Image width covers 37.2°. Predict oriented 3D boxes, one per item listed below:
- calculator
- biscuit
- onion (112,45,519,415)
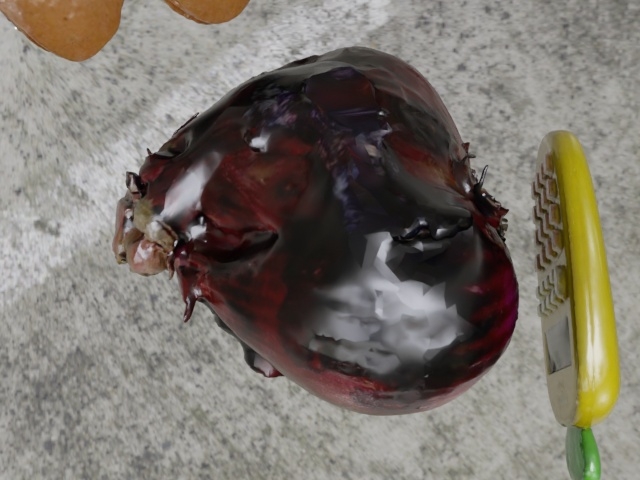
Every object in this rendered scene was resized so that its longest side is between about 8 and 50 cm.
[{"bbox_3d":[0.165,0.043,0.625,0.032,0.146,0.234,-5,78,5],"label":"calculator"},{"bbox_3d":[-0.148,-0.211,0.711,0.192,0.036,0.186,-44,125,-10],"label":"biscuit"},{"bbox_3d":[0.020,0.000,0.662,0.281,0.280,0.221,0,140,-18],"label":"onion"}]
